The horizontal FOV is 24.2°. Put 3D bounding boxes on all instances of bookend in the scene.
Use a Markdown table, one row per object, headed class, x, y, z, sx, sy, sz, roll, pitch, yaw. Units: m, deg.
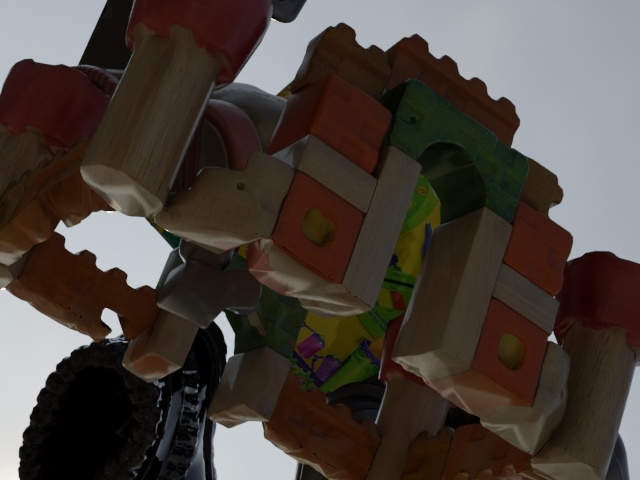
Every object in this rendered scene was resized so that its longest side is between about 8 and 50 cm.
| class | x | y | z | sx | sy | sz | roll | pitch | yaw |
| --- | --- | --- | --- | --- | --- | --- | --- | --- | --- |
| bookend | -0.161 | -0.192 | 1.575 | 0.156 | 0.072 | 0.157 | 43 | -53 | 16 |

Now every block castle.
| class | x | y | z | sx | sy | sz | roll | pitch | yaw |
| --- | --- | --- | --- | --- | --- | --- | --- | --- | --- |
| block castle | 0.000 | 0.000 | 1.056 | 0.453 | 0.213 | 0.303 | 33 | -30 | -23 |

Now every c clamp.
| class | x | y | z | sx | sy | sz | roll | pitch | yaw |
| --- | --- | --- | --- | --- | --- | --- | --- | --- | --- |
| c clamp | -0.060 | -0.263 | 1.371 | 0.137 | 0.161 | 0.022 | 46 | -58 | -8 |

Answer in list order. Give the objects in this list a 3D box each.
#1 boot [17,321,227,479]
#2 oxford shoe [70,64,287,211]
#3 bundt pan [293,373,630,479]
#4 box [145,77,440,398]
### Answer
| class | x | y | z | sx | sy | sz | roll | pitch | yaw |
| --- | --- | --- | --- | --- | --- | --- | --- | --- | --- |
| boot | -0.182 | 0.238 | 1.390 | 0.131 | 0.260 | 0.348 | 4 | -80 | 10 |
| oxford shoe | -0.124 | -0.087 | 1.297 | 0.348 | 0.130 | 0.123 | 21 | -64 | 49 |
| bundt pan | 0.128 | 0.201 | 1.358 | 0.331 | 0.331 | 0.124 | 9 | -74 | 31 |
| box | 0.014 | -0.010 | 1.604 | 0.279 | 0.177 | 0.290 | -41 | -89 | -1 |
